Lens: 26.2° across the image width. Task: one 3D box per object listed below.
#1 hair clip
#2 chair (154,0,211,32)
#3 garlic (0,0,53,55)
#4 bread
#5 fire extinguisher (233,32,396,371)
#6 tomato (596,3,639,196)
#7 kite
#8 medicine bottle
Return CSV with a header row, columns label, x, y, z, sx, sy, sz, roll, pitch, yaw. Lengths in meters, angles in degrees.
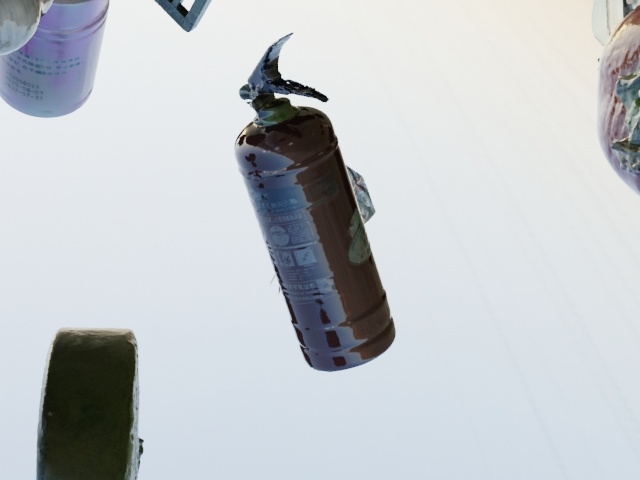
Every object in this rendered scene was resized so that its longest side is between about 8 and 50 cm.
label,x,y,z,sx,sy,sz,roll,pitch,yaw
hair clip,0.438,-0.341,2.012,0.054,0.140,0.220,16,-121,-20
chair,-0.126,-0.408,1.728,0.136,0.270,0.147,45,-122,4
garlic,-0.434,-0.290,1.646,0.245,0.253,0.245,5,-122,-8
bread,-0.302,0.300,1.835,0.129,0.366,0.382,2,-169,-6
fire extinguisher,-0.006,-0.039,1.329,0.102,0.344,0.138,-32,-153,-30
tomato,0.520,-0.173,1.781,0.321,0.321,0.321,33,-163,-12
kite,-0.002,-0.001,1.973,0.016,0.229,0.127,17,-155,-37
medicine bottle,-0.380,-0.305,1.942,0.152,0.254,0.152,8,-124,-13
